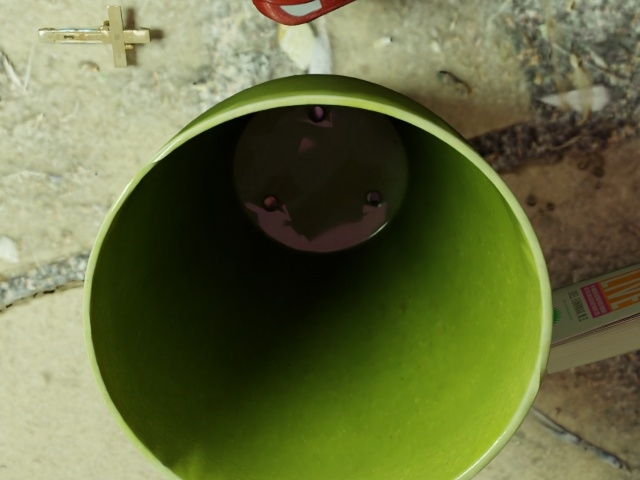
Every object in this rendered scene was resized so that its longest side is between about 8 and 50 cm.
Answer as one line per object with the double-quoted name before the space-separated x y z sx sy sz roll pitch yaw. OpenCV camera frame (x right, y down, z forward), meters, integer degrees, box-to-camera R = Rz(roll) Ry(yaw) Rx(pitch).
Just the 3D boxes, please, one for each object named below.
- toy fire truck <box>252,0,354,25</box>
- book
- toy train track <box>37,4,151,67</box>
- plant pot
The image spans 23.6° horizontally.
"toy fire truck" -0.002 -0.300 1.003 0.254 0.169 0.302 -26 110 -15
"book" 0.230 0.049 1.148 0.144 0.096 0.035 -19 110 7
"toy train track" -0.165 -0.151 1.121 0.083 0.014 0.048 1 118 6
"plant pot" 0.000 0.000 1.026 0.275 0.293 0.274 0 110 1
